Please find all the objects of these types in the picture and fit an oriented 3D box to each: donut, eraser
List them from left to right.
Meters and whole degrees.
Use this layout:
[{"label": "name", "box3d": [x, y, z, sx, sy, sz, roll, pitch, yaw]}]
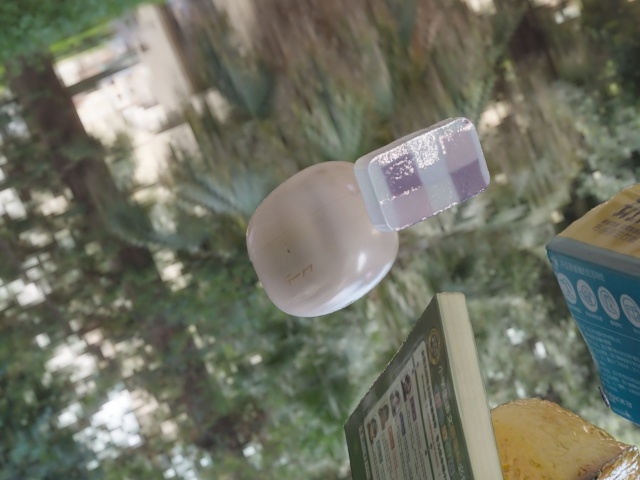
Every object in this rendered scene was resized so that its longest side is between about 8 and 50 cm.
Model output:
[{"label": "eraser", "box3d": [0.081, -0.052, 1.144, 0.105, 0.065, 0.026, -24, -171, -26]}, {"label": "donut", "box3d": [0.186, 0.334, 1.616, 0.377, 0.163, 0.435, -52, 155, 7]}]

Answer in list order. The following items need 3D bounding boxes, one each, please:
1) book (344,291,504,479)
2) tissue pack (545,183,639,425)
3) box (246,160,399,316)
[{"label": "book", "box3d": [0.080, 0.190, 1.183, 0.027, 0.202, 0.264, 1, 150, -17]}, {"label": "tissue pack", "box3d": [0.313, 0.068, 1.140, 0.134, 0.192, 0.271, -29, -162, -13]}, {"label": "box", "box3d": [0.000, 0.000, 1.518, 0.088, 0.146, 0.200, -21, 172, -38]}]
